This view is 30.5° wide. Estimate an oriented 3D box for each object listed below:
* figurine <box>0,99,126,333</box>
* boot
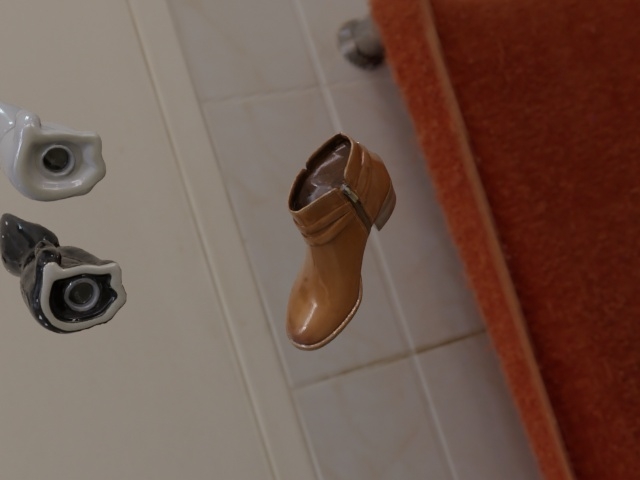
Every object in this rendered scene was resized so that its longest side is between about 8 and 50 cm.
[{"bbox_3d":[-0.286,-0.038,1.172,0.092,0.215,0.209,-16,21,-29],"label":"figurine"},{"bbox_3d":[0.000,0.000,1.105,0.073,0.197,0.152,20,-10,22],"label":"boot"}]
